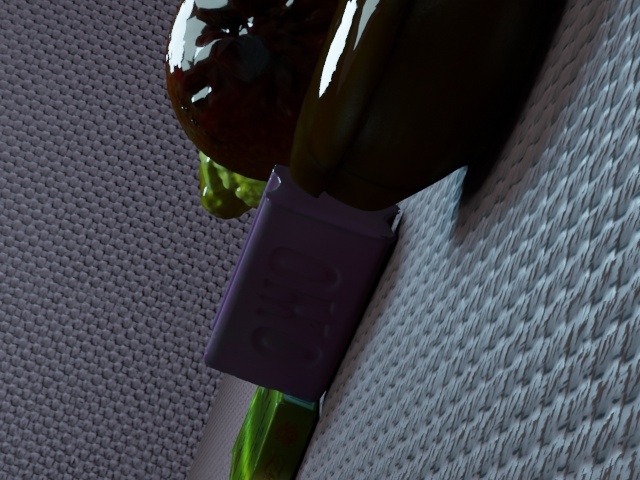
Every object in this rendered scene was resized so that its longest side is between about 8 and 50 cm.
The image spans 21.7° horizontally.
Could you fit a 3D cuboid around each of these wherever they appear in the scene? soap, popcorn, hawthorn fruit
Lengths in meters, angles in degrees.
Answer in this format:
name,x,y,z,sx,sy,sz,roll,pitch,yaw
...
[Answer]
name,x,y,z,sx,sy,sz,roll,pitch,yaw
soap,-0.019,0.041,1.493,0.065,0.122,0.203,-78,8,-55
popcorn,-0.083,-0.138,2.314,0.237,0.251,0.206,-56,-40,-27
hawthorn fruit,-0.016,-0.209,1.787,0.311,0.295,0.295,-35,-26,-52

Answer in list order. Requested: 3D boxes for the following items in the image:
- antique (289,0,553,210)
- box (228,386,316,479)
name,x,y,z,sx,sy,sz,roll,pitch,yaw
antique,0.071,-0.140,1.129,0.223,0.129,0.278,-75,7,-51
box,-0.049,0.196,1.676,0.311,0.043,0.173,-91,22,-78
